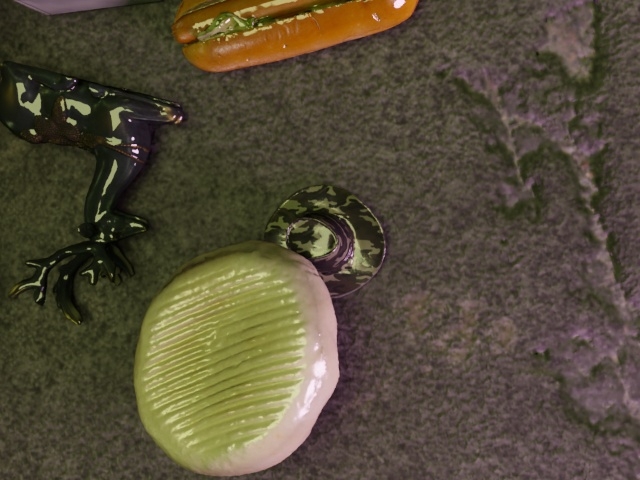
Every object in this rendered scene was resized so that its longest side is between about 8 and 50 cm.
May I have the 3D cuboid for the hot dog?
[{"bbox_3d":[-0.024,-0.228,1.534,0.249,0.068,0.100,-15,84,14],"label":"hot dog"}]

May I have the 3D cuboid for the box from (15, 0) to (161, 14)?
[{"bbox_3d":[-0.232,-0.345,1.588,0.129,0.086,0.225,-4,86,16],"label":"box"}]

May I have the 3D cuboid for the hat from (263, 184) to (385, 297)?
[{"bbox_3d":[0.000,0.000,1.523,0.121,0.050,0.121,-1,88,16],"label":"hat"}]

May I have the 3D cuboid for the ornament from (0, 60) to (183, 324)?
[{"bbox_3d":[-0.257,-0.044,1.581,0.202,0.080,0.236,15,91,12],"label":"ornament"}]

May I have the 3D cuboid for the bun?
[{"bbox_3d":[-0.069,0.112,1.501,0.222,0.127,0.222,-5,75,20],"label":"bun"}]
